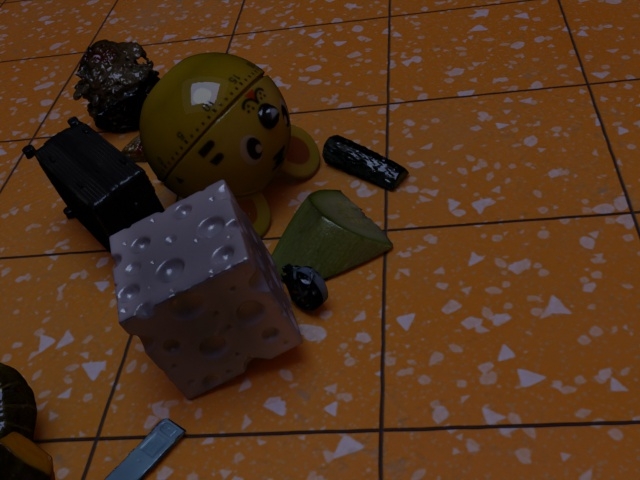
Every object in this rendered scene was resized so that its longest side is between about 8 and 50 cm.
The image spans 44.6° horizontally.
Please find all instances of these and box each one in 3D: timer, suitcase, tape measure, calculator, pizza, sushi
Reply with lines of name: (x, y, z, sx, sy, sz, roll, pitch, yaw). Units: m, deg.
timer: (-0.199, -0.221, 1.744, 0.387, 0.376, 0.376, 43, 54, -5)
suitcase: (-0.480, -0.098, 1.718, 0.152, 0.230, 0.335, -39, 48, -17)
tape measure: (-0.029, 0.092, 1.500, 0.054, 0.091, 0.094, -31, 26, -31)
calculator: (-0.300, 0.368, 1.300, 0.057, 0.018, 0.172, 20, 50, 33)
pizza: (-0.398, -0.249, 1.998, 0.198, 0.062, 0.188, 25, 55, 34)
sushi: (-0.541, -0.427, 2.117, 0.224, 0.219, 0.239, -14, 40, 4)

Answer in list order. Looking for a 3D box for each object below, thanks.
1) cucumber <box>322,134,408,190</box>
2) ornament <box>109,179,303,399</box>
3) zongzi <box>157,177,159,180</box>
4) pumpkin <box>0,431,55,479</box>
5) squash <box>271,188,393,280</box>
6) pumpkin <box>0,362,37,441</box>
cucumber: (0.104, -0.186, 1.801, 0.211, 0.062, 0.078, 25, 52, 35)
ornament: (-0.206, 0.087, 1.397, 0.239, 0.240, 0.240, -27, 41, 2)
zongzi: (-0.347, -0.161, 1.910, 0.076, 0.040, 0.083, 28, 36, 29)
pumpkin: (-0.452, 0.390, 1.142, 0.290, 0.259, 0.095, -8, 22, 11)
squash: (0.000, 0.000, 1.650, 0.204, 0.155, 0.237, 8, 25, -37)
pumpkin: (-0.594, 0.311, 1.338, 0.218, 0.162, 0.219, 2, 64, -4)
